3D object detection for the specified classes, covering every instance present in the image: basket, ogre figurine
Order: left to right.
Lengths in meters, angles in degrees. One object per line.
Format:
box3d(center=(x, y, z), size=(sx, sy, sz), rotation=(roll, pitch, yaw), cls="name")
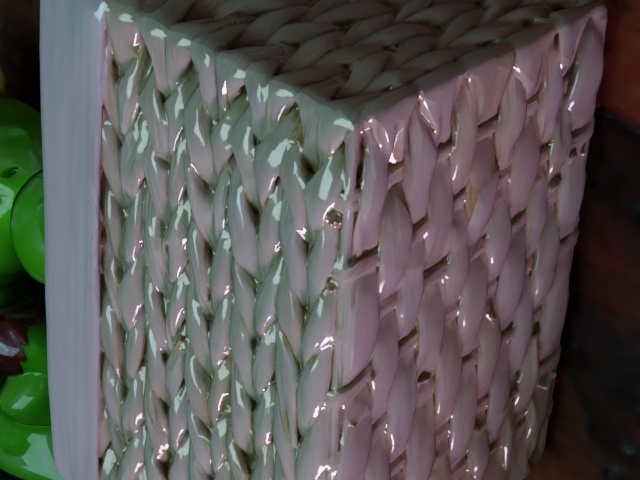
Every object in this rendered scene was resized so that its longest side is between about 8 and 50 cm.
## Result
box3d(center=(-0.100, 0.010, 0.637), size=(0.197, 0.096, 0.118), rotation=(-119, 25, -55), cls="ogre figurine")
box3d(center=(0.000, 0.000, 0.511), size=(0.103, 0.113, 0.167), rotation=(27, 129, 34), cls="basket")

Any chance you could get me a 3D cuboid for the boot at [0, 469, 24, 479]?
box3d(center=(-0.065, 0.190, 0.692), size=(0.338, 0.118, 0.223), rotation=(39, 140, 35), cls="boot")
